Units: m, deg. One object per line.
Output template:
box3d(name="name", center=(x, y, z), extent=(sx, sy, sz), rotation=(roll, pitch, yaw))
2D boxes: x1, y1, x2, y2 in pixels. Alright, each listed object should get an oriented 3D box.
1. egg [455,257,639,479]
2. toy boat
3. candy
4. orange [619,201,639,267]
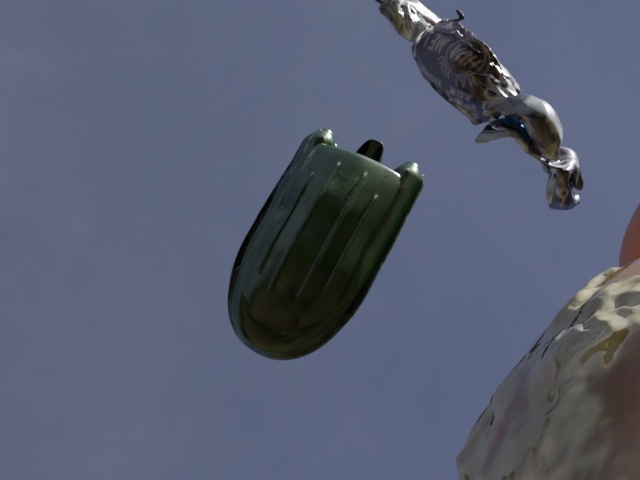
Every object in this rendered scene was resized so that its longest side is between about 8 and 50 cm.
box3d(name="egg", center=(0.136, 0.091, 0.593), extent=(0.195, 0.233, 0.195), rotation=(5, -58, 8))
box3d(name="toy boat", center=(0.000, 0.000, 1.458), extent=(0.104, 0.052, 0.210), rotation=(22, -121, 9))
box3d(name="candy", center=(0.105, -0.102, 1.300), extent=(0.051, 0.226, 0.094), rotation=(-38, -41, 3))
box3d(name="orange", center=(0.394, 0.026, 1.623), extent=(0.284, 0.226, 0.284), rotation=(-5, -40, -4))
